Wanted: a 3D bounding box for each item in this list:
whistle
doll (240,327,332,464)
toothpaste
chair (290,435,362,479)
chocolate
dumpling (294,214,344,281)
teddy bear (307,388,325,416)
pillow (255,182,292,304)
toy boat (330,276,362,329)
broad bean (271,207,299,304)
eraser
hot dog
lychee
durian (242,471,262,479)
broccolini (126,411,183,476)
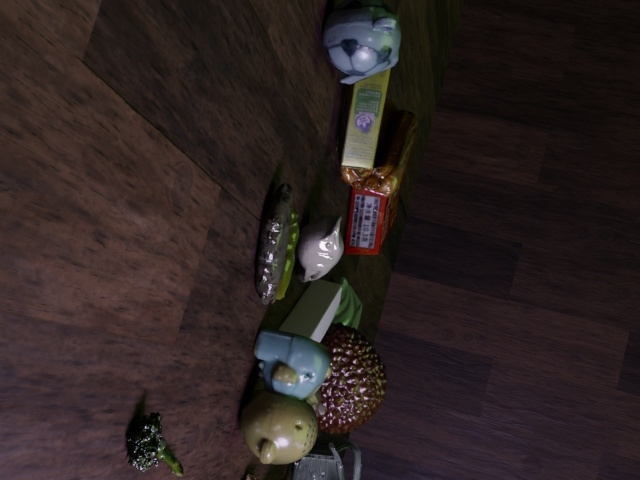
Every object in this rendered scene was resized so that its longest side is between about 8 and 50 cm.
[{"bbox_3d":[0.066,-0.388,1.712,0.290,0.164,0.163,-8,-116,64],"label":"whistle"},{"bbox_3d":[-0.072,0.325,1.783,0.177,0.162,0.260,67,36,-74],"label":"doll"},{"bbox_3d":[0.100,-0.327,1.952,0.110,0.077,0.327,-105,-158,-65],"label":"toothpaste"},{"bbox_3d":[-0.002,0.615,2.379,0.274,0.204,0.190,55,39,-69],"label":"chair"},{"bbox_3d":[0.151,-0.103,2.477,0.234,0.108,0.237,-57,159,-54],"label":"chocolate"},{"bbox_3d":[0.002,-0.001,1.913,0.134,0.100,0.169,-85,-178,-52],"label":"dumpling"},{"bbox_3d":[-0.063,0.394,1.999,0.190,0.140,0.177,104,5,-46],"label":"teddy bear"},{"bbox_3d":[-0.088,0.014,1.605,0.093,0.051,0.241,-57,159,-72],"label":"pillow"},{"bbox_3d":[0.039,0.247,2.375,0.199,0.100,0.290,76,32,-67],"label":"toy boat"},{"bbox_3d":[-0.073,0.032,1.704,0.070,0.048,0.213,-50,151,-66],"label":"broad bean"},{"bbox_3d":[-0.027,0.187,2.040,0.298,0.078,0.076,-53,154,-63],"label":"eraser"},{"bbox_3d":[0.145,-0.229,2.205,0.348,0.158,0.117,-69,-175,-48],"label":"hot dog"},{"bbox_3d":[0.044,0.327,2.154,0.271,0.272,0.271,14,90,-79],"label":"lychee"},{"bbox_3d":[-0.152,0.588,1.945,0.110,0.071,0.140,-11,119,-77],"label":"durian"},{"bbox_3d":[-0.229,0.320,1.299,0.071,0.057,0.254,-30,153,-7],"label":"broccolini"}]
